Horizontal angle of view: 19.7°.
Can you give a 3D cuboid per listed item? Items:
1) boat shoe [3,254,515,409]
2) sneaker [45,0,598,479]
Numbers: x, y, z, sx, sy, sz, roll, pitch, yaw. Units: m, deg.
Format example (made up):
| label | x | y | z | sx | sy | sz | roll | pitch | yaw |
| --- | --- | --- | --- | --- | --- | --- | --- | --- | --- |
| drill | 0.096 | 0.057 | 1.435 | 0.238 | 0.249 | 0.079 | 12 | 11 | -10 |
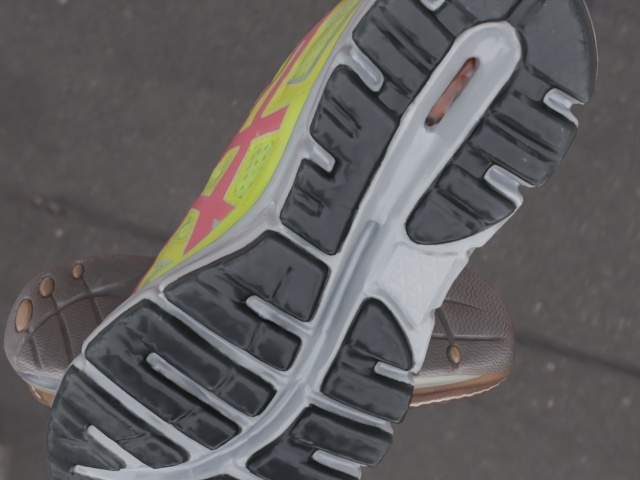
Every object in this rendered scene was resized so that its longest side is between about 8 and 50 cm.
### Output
| label | x | y | z | sx | sy | sz | roll | pitch | yaw |
| --- | --- | --- | --- | --- | --- | --- | --- | --- | --- |
| boat shoe | -0.036 | 0.072 | 1.192 | 0.324 | 0.123 | 0.116 | 1 | 142 | 9 |
| sneaker | 0.000 | 0.000 | 0.510 | 0.081 | 0.094 | 0.208 | 36 | 109 | -14 |
